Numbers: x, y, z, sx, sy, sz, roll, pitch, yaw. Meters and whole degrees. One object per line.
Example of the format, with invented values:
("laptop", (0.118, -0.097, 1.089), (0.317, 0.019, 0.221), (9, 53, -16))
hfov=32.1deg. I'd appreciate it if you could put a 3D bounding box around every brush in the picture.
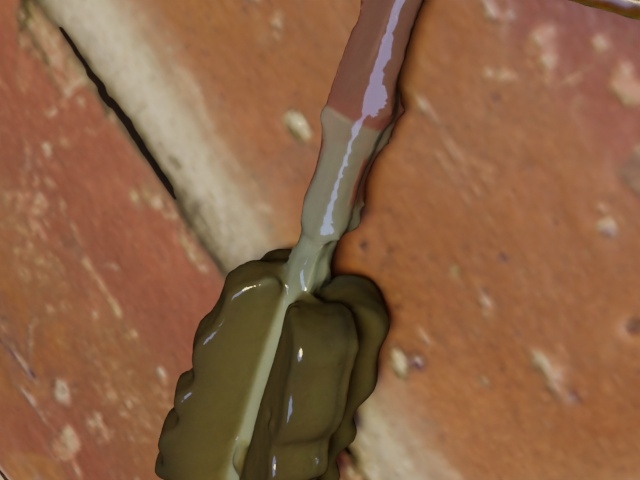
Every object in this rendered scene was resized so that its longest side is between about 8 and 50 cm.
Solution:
("brush", (0.000, 0.000, 0.456), (0.084, 0.071, 0.301), (27, 116, 18))

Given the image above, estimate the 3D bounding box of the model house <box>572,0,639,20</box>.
("model house", (0.137, -0.125, 0.260), (0.178, 0.271, 0.206), (19, 154, 15))
